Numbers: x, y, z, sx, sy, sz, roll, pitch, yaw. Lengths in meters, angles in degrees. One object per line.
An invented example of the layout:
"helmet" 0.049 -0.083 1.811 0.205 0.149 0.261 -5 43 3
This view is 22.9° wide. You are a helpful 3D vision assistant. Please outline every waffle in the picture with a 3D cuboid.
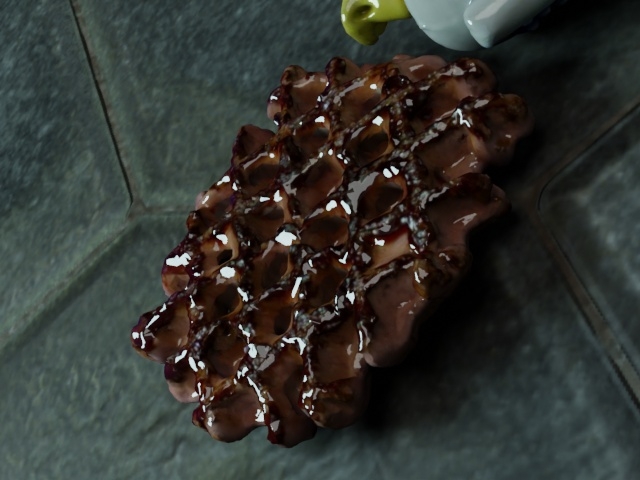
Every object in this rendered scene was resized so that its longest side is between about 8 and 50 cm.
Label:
"waffle" 0.000 0.000 0.820 0.221 0.055 0.234 10 66 50

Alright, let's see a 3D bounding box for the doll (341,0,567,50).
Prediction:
"doll" 0.130 -0.160 0.762 0.293 0.119 0.138 -16 39 44
